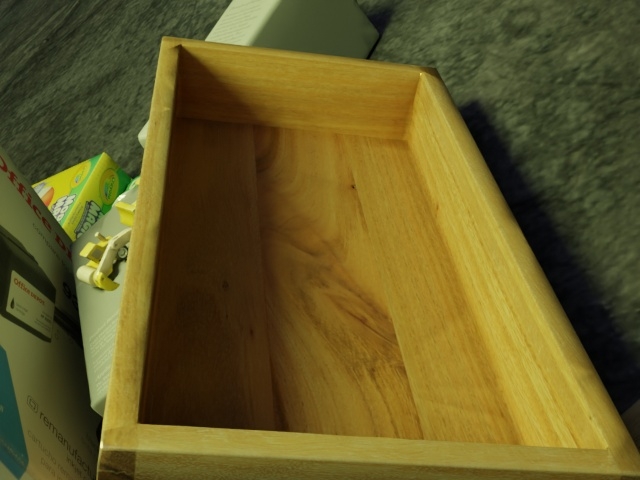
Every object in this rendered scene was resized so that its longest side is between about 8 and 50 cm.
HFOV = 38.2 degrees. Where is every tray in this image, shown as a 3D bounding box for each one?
[{"bbox_3d":[0.000,0.000,0.517,0.411,0.203,0.076,-99,17,-57],"label":"tray"}]

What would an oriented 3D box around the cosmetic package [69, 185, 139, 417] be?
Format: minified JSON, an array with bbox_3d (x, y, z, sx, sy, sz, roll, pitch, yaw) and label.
[{"bbox_3d":[-0.103,0.044,0.687,0.127,0.107,0.238,-39,29,6],"label":"cosmetic package"}]

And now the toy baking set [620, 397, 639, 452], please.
[{"bbox_3d":[0.210,0.095,0.347,0.256,0.030,0.197,-47,37,6],"label":"toy baking set"}]

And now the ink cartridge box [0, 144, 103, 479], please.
[{"bbox_3d":[-0.260,0.079,0.685,0.129,0.223,0.307,-26,33,4],"label":"ink cartridge box"}]

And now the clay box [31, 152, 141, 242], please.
[{"bbox_3d":[-0.296,-0.016,1.015,0.222,0.053,0.127,-18,40,35],"label":"clay box"}]

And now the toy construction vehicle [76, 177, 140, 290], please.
[{"bbox_3d":[-0.134,-0.009,0.654,0.098,0.035,0.086,-49,33,-16],"label":"toy construction vehicle"}]

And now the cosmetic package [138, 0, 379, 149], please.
[{"bbox_3d":[-0.049,-0.141,0.831,0.085,0.117,0.231,-4,48,44],"label":"cosmetic package"}]
